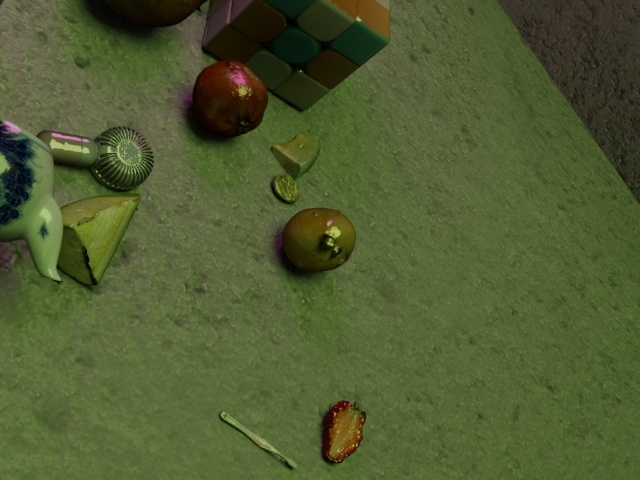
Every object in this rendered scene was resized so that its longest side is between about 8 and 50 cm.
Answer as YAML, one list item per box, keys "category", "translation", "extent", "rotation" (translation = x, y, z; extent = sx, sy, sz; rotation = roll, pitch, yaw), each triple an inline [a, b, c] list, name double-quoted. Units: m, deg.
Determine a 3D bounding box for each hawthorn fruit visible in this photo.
- category: "hawthorn fruit"
  translation: [-0.217, -0.342, 2.023]
  extent: [0.179, 0.179, 0.200]
  rotation: [4, 55, -44]
- category: "hawthorn fruit"
  translation: [-0.365, -0.614, 1.978]
  extent: [0.301, 0.268, 0.267]
  rotation: [26, 49, -47]

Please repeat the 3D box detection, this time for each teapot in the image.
- category: "teapot"
  translation: [-0.591, -0.078, 1.452]
  extent: [0.424, 0.252, 0.280]
  rotation: [31, 82, -2]

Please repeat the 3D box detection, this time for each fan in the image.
- category: "fan"
  translation: [-0.455, -0.176, 1.761]
  extent: [0.244, 0.074, 0.130]
  rotation: [8, 71, -36]

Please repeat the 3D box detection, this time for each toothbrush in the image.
- category: "toothbrush"
  translation: [-0.122, 0.403, 1.756]
  extent: [0.204, 0.022, 0.017]
  rotation: [40, 59, -19]

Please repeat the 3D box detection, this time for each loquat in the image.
- category: "loquat"
  translation: [0.000, 0.000, 2.018]
  extent: [0.172, 0.204, 0.149]
  rotation: [-2, 98, -15]

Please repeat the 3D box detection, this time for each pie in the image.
- category: "pie"
  translation: [-0.085, -0.127, 2.131]
  extent: [0.084, 0.021, 0.084]
  rotation: [29, 46, -35]

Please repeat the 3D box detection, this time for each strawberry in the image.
- category: "strawberry"
  translation: [0.045, 0.416, 1.899]
  extent: [0.104, 0.048, 0.152]
  rotation: [50, 54, -19]

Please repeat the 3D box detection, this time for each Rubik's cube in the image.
- category: "Rubik's cube"
  translation: [-0.053, -0.608, 2.221]
  extent: [0.344, 0.347, 0.346]
  rotation: [30, 48, -30]

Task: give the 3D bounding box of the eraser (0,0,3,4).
- category: "eraser"
  translation: [-0.732, -0.492, 1.590]
  extent: [0.290, 0.189, 0.104]
  rotation: [0, 69, -44]

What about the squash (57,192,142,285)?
- category: "squash"
  translation: [-0.438, -0.062, 1.670]
  extent: [0.093, 0.169, 0.252]
  rotation: [7, 48, 11]

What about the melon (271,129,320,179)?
- category: "melon"
  translation: [-0.043, -0.229, 2.229]
  extent: [0.098, 0.054, 0.182]
  rotation: [45, 39, 9]
